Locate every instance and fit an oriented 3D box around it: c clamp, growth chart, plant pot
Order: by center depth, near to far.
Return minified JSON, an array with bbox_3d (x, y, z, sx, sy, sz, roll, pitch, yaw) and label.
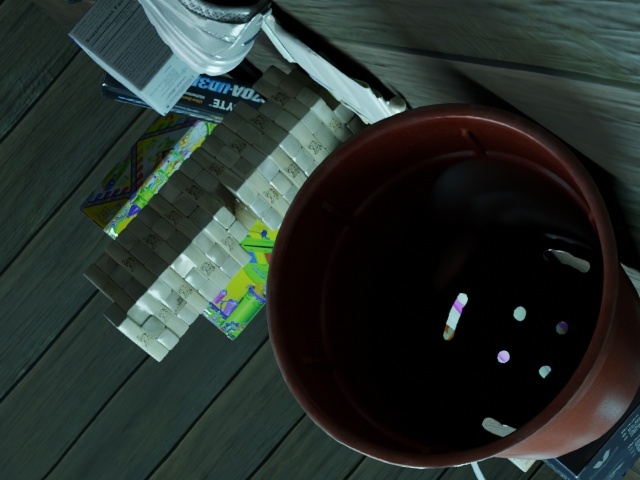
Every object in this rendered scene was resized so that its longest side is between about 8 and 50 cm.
[{"bbox_3d":[0.134,0.059,1.329,0.272,0.272,0.265,38,-176,27],"label":"plant pot"},{"bbox_3d":[0.022,-0.151,1.604,0.237,0.021,0.172,39,176,24],"label":"growth chart"},{"bbox_3d":[-0.128,-0.236,2.093,0.137,0.022,0.160,33,175,6],"label":"c clamp"}]

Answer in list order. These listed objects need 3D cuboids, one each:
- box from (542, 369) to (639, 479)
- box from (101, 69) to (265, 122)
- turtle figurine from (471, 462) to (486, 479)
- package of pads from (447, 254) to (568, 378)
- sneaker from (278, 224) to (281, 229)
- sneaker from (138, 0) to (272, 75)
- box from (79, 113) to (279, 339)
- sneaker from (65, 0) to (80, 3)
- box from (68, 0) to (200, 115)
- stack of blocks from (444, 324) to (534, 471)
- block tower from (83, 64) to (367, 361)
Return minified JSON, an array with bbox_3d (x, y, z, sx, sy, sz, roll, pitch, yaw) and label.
[{"bbox_3d":[0.281,0.164,1.657,0.093,0.156,0.158,40,176,24],"label":"box"},{"bbox_3d":[-0.163,-0.184,2.095,0.220,0.051,0.175,13,179,-8],"label":"box"},{"bbox_3d":[0.218,0.194,2.294,0.266,0.198,0.274,44,173,7],"label":"turtle figurine"},{"bbox_3d":[0.152,0.027,1.770,0.296,0.101,0.229,37,174,47],"label":"package of pads"},{"bbox_3d":[0.000,0.000,2.127,0.290,0.106,0.123,56,159,6],"label":"sneaker"},{"bbox_3d":[-0.146,-0.279,1.465,0.281,0.105,0.115,43,146,-11],"label":"sneaker"},{"bbox_3d":[-0.175,-0.050,2.676,0.290,0.279,0.177,43,175,-24],"label":"box"},{"bbox_3d":[-0.311,-0.371,2.082,0.234,0.084,0.097,75,170,-81],"label":"sneaker"},{"bbox_3d":[-0.198,-0.238,1.940,0.137,0.126,0.072,39,177,27],"label":"box"},{"bbox_3d":[0.174,0.108,1.936,0.297,0.171,0.087,38,175,36],"label":"stack of blocks"},{"bbox_3d":[-0.106,-0.036,1.775,0.097,0.335,0.091,37,174,40],"label":"block tower"}]
